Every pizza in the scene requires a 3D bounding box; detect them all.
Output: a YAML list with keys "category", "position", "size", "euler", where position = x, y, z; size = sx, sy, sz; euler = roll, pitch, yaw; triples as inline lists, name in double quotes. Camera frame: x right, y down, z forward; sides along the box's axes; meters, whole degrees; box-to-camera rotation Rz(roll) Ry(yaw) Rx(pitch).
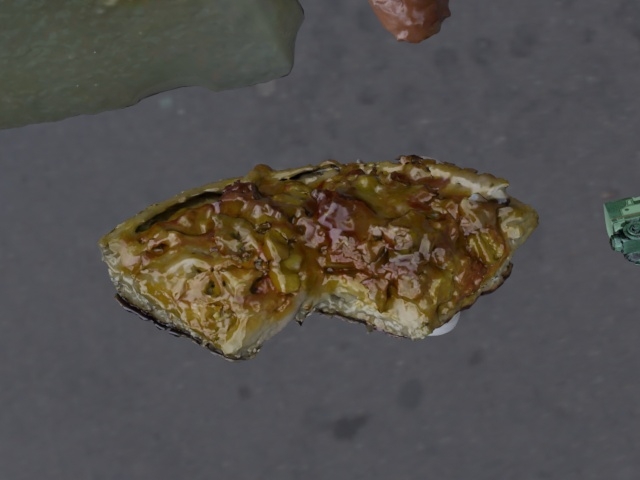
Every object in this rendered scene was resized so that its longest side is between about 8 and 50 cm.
- category: "pizza"
  position: [0.000, 0.000, 1.279]
  size: [0.161, 0.305, 0.085]
  euler: [-99, 6, -49]

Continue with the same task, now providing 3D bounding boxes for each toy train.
- category: "toy train"
  position: [0.257, -0.012, 1.409]
  size: [0.083, 0.053, 0.033]
  euler: [-12, 127, 1]

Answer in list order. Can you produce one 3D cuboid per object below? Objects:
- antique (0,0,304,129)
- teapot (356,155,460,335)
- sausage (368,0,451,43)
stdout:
- category: "antique"
  position: [-0.160, -0.122, 0.802]
  size: [0.284, 0.150, 0.125]
  euler: [-15, 60, 9]
- category: "teapot"
  position: [0.084, 0.011, 1.658]
  size: [0.159, 0.116, 0.245]
  euler: [-59, 17, 20]
- category: "sausage"
  position: [0.061, -0.317, 1.449]
  size: [0.079, 0.087, 0.326]
  euler: [-4, 85, 40]
